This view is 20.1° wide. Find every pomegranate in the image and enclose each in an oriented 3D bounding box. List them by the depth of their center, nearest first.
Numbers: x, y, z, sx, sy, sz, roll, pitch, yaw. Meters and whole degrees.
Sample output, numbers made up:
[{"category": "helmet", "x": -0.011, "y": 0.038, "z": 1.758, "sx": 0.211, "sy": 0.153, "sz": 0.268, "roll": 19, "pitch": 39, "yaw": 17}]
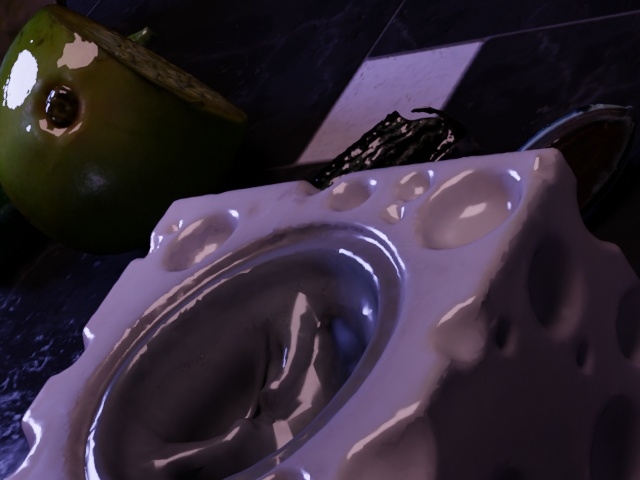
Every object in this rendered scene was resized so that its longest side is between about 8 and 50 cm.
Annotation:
[{"category": "pomegranate", "x": -0.175, "y": -0.083, "z": 1.404, "sx": 0.159, "sy": 0.190, "sz": 0.241, "roll": -58, "pitch": 28, "yaw": 11}]

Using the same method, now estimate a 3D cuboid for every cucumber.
[{"category": "cucumber", "x": -0.002, "y": -0.003, "z": 1.214, "sx": 0.245, "sy": 0.067, "sz": 0.067, "roll": -42, "pitch": 30, "yaw": -13}]

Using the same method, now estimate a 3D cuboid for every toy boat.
[{"category": "toy boat", "x": 0.145, "y": -0.037, "z": 1.126, "sx": 0.140, "sy": 0.059, "sz": 0.066, "roll": -42, "pitch": 3, "yaw": -7}]

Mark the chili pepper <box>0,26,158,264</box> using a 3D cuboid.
[{"category": "chili pepper", "x": -0.238, "y": -0.088, "z": 1.563, "sx": 0.270, "sy": 0.099, "sz": 0.136, "roll": -51, "pitch": 7, "yaw": -14}]

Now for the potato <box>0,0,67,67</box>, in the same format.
[{"category": "potato", "x": -0.392, "y": -0.192, "z": 1.756, "sx": 0.266, "sy": 0.229, "sz": 0.229, "roll": -12, "pitch": 37, "yaw": 41}]

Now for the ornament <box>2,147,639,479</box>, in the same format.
[{"category": "ornament", "x": 0.022, "y": 0.131, "z": 0.818, "sx": 0.239, "sy": 0.240, "sz": 0.240, "roll": -7, "pitch": 40, "yaw": 43}]
